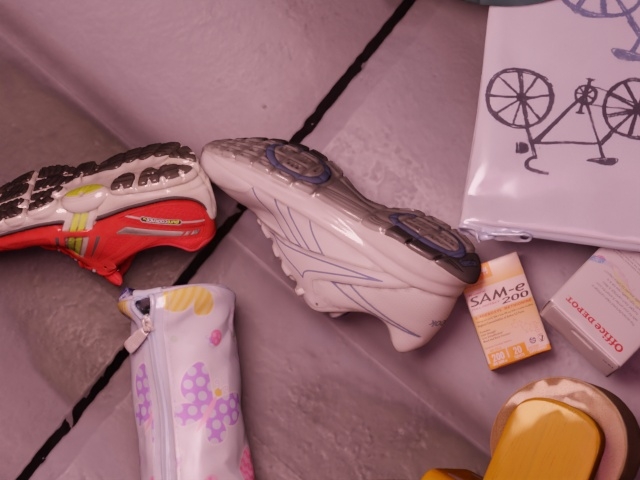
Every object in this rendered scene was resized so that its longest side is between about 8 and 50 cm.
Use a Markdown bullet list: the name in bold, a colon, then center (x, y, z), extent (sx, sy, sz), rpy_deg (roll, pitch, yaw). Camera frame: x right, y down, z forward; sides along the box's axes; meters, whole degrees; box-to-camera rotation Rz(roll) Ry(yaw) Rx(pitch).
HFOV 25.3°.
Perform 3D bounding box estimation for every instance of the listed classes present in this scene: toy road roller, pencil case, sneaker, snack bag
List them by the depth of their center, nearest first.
- **toy road roller**: center (0.118, 0.251, 1.266), extent (0.240, 0.202, 0.330), rpy_deg (25, 90, 20)
- **snack bag**: center (0.308, -0.142, 1.327), extent (0.323, 0.037, 0.343), rpy_deg (7, 77, 7)
- **pencil case**: center (-0.122, 0.173, 1.337), extent (0.113, 0.124, 0.273), rpy_deg (-8, 85, 7)
- **sneaker**: center (0.000, 0.000, 1.346), extent (0.297, 0.111, 0.129), rpy_deg (33, 115, 18)
- **sneaker**: center (-0.232, -0.006, 1.381), extent (0.279, 0.107, 0.118), rpy_deg (-10, 118, 18)

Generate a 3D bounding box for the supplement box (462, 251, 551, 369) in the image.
- **supplement box**: center (0.173, 0.067, 1.349), extent (0.062, 0.036, 0.098), rpy_deg (-20, 83, 5)

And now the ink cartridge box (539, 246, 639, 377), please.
- **ink cartridge box**: center (0.276, 0.052, 1.314), extent (0.088, 0.052, 0.122), rpy_deg (44, 74, 9)

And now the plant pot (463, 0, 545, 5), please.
- **plant pot**: center (0.166, -0.389, 1.264), extent (0.293, 0.235, 0.293), rpy_deg (-2, 75, 7)
